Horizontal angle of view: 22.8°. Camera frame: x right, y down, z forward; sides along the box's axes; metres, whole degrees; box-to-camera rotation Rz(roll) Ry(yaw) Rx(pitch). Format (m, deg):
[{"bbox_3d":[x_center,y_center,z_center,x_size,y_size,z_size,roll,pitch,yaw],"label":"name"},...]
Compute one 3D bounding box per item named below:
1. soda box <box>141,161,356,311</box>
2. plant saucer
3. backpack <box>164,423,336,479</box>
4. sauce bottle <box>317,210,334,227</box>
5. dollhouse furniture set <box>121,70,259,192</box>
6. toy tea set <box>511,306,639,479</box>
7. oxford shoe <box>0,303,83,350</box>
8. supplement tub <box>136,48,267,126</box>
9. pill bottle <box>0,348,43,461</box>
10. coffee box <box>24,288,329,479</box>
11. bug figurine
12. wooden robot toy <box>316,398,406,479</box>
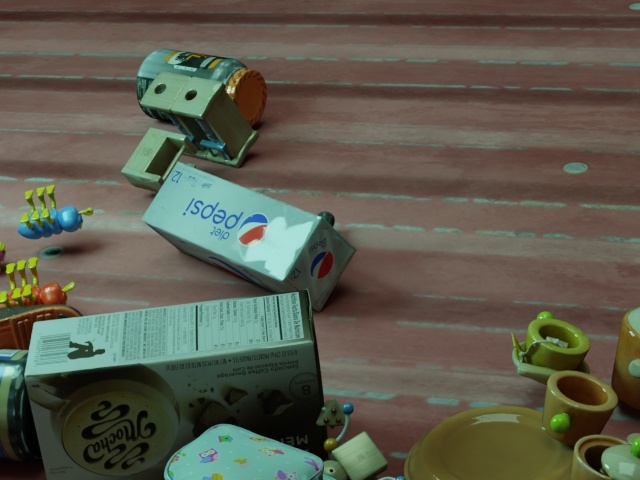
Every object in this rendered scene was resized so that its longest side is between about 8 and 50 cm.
[{"bbox_3d":[-0.096,-0.007,2.035,0.286,0.091,0.098,21,75,42],"label":"soda box"},{"bbox_3d":[0.183,0.226,1.620,0.200,0.037,0.200,-5,28,2],"label":"plant saucer"},{"bbox_3d":[-0.084,0.270,1.485,0.166,0.144,0.188,18,39,29],"label":"backpack"},{"bbox_3d":[0.000,0.000,2.089,0.042,0.042,0.128,-3,29,8],"label":"sauce bottle"},{"bbox_3d":[-0.211,-0.135,2.349,0.129,0.129,0.183,15,64,36],"label":"dollhouse furniture set"},{"bbox_3d":[0.315,0.151,1.596,0.200,0.124,0.336,9,27,-8],"label":"toy tea set"},{"bbox_3d":[-0.415,0.129,1.906,0.271,0.096,0.098,-5,7,-7],"label":"oxford shoe"},{"bbox_3d":[-0.187,-0.237,2.505,0.190,0.117,0.117,12,33,31],"label":"supplement tub"},{"bbox_3d":[-0.403,0.178,1.749,0.219,0.122,0.123,1,28,15],"label":"pill bottle"},{"bbox_3d":[-0.146,0.165,1.670,0.297,0.168,0.119,-6,27,-2],"label":"coffee box"},{"bbox_3d":[-0.413,0.034,2.083,0.216,0.072,0.279,-10,32,6],"label":"bug figurine"},{"bbox_3d":[0.027,0.240,1.575,0.079,0.076,0.173,-27,67,-23],"label":"wooden robot toy"}]
